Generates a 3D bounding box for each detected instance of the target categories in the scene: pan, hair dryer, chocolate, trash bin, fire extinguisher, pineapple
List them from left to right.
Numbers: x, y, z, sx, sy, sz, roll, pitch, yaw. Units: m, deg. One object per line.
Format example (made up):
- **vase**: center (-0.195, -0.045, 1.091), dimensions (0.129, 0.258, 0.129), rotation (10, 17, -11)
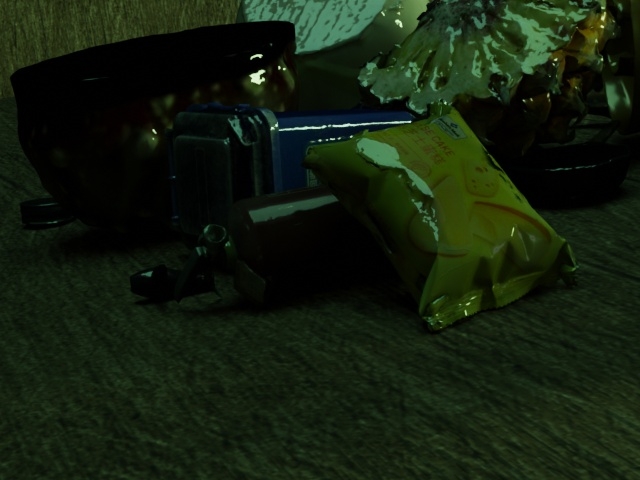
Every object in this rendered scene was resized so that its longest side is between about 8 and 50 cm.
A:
- **chocolate**: center (-0.169, -0.118, 1.578), dimensions (0.340, 0.210, 0.225), rotation (-15, 22, -22)
- **hair dryer**: center (-0.134, 0.034, 1.268), dimensions (0.079, 0.031, 0.083), rotation (-3, -11, -10)
- **trash bin**: center (-0.028, -0.069, 1.418), dimensions (0.235, 0.162, 0.184), rotation (-11, 13, -35)
- **fire extinguisher**: center (0.000, 0.000, 1.253), dimensions (0.269, 0.104, 0.105), rotation (-12, 15, -17)
- **pineapple**: center (0.256, -0.167, 1.600), dimensions (0.344, 0.286, 0.209), rotation (-38, 54, 5)
- **pan**: center (0.296, -0.080, 1.487), dimensions (0.202, 0.048, 0.128), rotation (-18, 19, -32)

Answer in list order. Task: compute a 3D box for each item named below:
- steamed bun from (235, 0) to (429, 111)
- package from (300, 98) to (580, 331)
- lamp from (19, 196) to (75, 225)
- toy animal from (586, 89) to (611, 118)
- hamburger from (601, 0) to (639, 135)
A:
- **steamed bun**: center (0.034, -0.264, 1.985), dimensions (0.309, 0.309, 0.309), rotation (-7, 14, 2)
- **package**: center (0.103, -0.026, 1.169), dimensions (0.168, 0.090, 0.226), rotation (-21, 60, -27)
- **lamp**: center (-0.201, -0.108, 1.752), dimensions (0.371, 0.108, 0.130), rotation (-11, 15, -11)
- **toy animal**: center (0.388, -0.187, 1.841), dimensions (0.230, 0.066, 0.224), rotation (-21, 16, -25)
- **hamburger**: center (0.449, -0.251, 1.628), dimensions (0.212, 0.274, 0.274), rotation (-6, 14, 2)
